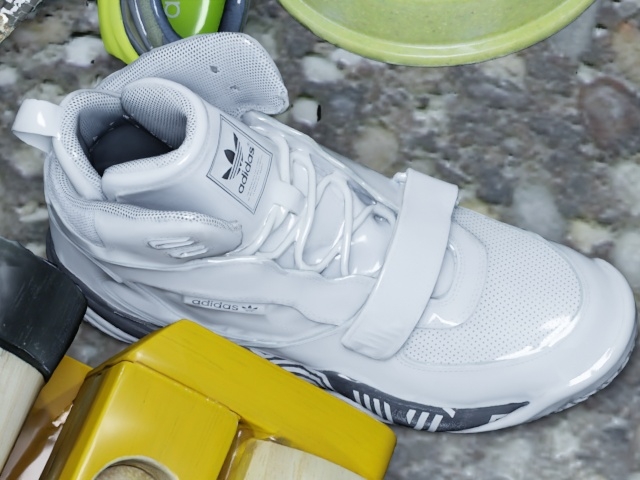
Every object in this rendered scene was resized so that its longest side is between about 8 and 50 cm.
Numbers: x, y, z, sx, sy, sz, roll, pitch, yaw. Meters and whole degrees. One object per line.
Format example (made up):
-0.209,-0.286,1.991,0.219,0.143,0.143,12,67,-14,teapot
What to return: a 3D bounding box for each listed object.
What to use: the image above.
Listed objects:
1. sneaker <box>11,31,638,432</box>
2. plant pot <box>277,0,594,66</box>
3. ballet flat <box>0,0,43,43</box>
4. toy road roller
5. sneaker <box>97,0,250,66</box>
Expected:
0.000,0.000,0.956,0.365,0.210,0.137,11,67,11,sneaker
0.070,-0.292,1.061,0.276,0.254,0.276,-2,64,5,plant pot
-0.249,-0.202,1.095,0.164,0.182,0.483,29,71,20,ballet flat
-0.143,0.151,0.927,0.329,0.240,0.202,28,68,-14,toy road roller
-0.081,-0.240,1.054,0.111,0.121,0.300,-9,102,-21,sneaker
